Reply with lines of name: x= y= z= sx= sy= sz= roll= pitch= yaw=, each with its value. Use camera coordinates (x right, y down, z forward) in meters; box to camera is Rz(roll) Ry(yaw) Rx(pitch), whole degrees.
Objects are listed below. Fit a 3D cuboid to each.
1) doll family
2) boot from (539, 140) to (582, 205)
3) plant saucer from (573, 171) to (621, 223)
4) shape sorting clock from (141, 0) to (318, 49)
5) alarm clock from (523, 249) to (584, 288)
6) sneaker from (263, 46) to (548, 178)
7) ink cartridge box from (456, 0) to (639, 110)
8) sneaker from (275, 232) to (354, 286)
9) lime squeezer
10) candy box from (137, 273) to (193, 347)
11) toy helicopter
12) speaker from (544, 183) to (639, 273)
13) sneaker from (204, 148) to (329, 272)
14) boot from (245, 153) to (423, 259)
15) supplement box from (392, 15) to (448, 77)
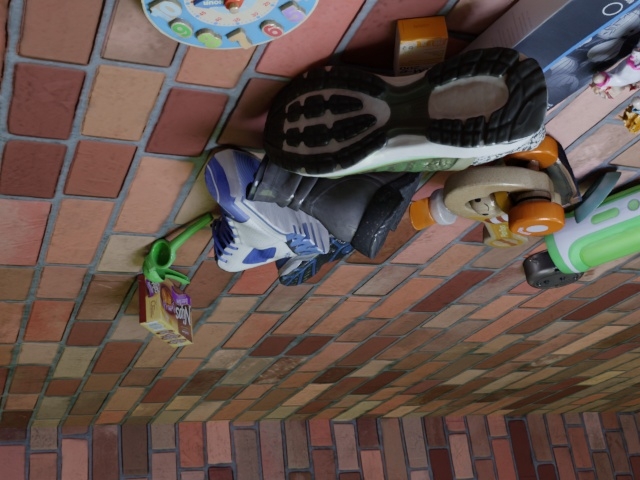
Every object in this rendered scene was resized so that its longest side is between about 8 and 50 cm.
doll family: x=0.473 y=-0.208 z=1.100 sx=0.263 sy=0.118 sz=0.163 roll=-23 pitch=168 yaw=-27
boot: x=0.381 y=-0.100 z=1.451 sx=0.106 sy=0.082 sz=0.219 roll=-19 pitch=156 yaw=19
plant saucer: x=0.494 y=-0.083 z=1.523 sx=0.021 sy=0.119 sz=0.119 roll=39 pitch=151 yaw=4
shape sorting clock: x=-0.100 y=-0.278 z=0.963 sx=0.206 sy=0.040 sz=0.206 roll=-6 pitch=156 yaw=-2
alarm clock: x=0.530 y=0.073 z=1.913 sx=0.129 sy=0.064 sz=0.192 roll=-12 pitch=159 yaw=11
sneaker: x=0.114 y=-0.138 z=1.131 sx=0.410 sy=0.158 sz=0.182 roll=1 pitch=165 yaw=29
ink cartridge box: x=0.299 y=-0.251 z=1.110 sx=0.165 sy=0.065 sz=0.333 roll=8 pitch=153 yaw=-32
sneaker: x=0.000 y=0.000 z=1.584 sx=0.211 sy=0.081 sz=0.080 roll=-31 pitch=150 yaw=9
lime squeezer: x=-0.280 y=0.037 z=1.606 sx=0.110 sy=0.058 sz=0.310 roll=1 pitch=154 yaw=-17
candy box: x=-0.325 y=0.148 z=1.778 sx=0.053 sy=0.109 sz=0.186 roll=-12 pitch=155 yaw=10
toy helicopter: x=0.283 y=-0.044 z=1.412 sx=0.235 sy=0.140 sz=0.355 roll=-6 pitch=163 yaw=15
speaker: x=0.583 y=-0.035 z=1.601 sx=0.296 sy=0.131 sz=0.131 roll=-24 pitch=151 yaw=34
sneaker: x=-0.125 y=-0.021 z=1.418 sx=0.182 sy=0.127 sz=0.315 roll=-22 pitch=154 yaw=18
boot: x=0.029 y=-0.097 z=1.303 sx=0.223 sy=0.118 sz=0.338 roll=26 pitch=-163 yaw=8
supplement box: x=0.129 y=-0.246 z=1.103 sx=0.062 sy=0.036 sz=0.098 roll=-6 pitch=157 yaw=0
